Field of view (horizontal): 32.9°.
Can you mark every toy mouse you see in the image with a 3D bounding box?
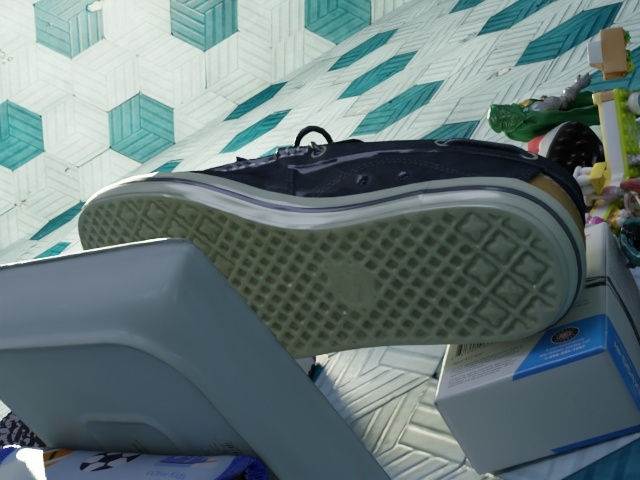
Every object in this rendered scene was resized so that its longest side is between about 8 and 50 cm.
[{"bbox_3d":[0.318,0.002,0.953,0.161,0.031,0.143,-20,38,-20],"label":"toy mouse"}]

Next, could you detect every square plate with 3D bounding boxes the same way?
[{"bbox_3d":[-0.118,0.149,0.830,0.344,0.347,0.049,-8,39,44],"label":"square plate"}]

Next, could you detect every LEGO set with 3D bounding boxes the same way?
[{"bbox_3d":[0.320,-0.084,1.074,0.107,0.132,0.287,-9,51,41],"label":"LEGO set"}]

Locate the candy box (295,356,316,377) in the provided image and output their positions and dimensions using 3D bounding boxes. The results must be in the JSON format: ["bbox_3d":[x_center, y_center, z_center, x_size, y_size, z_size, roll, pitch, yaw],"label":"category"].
[{"bbox_3d":[-0.145,0.133,1.241,0.233,0.159,0.071,-24,21,24],"label":"candy box"}]

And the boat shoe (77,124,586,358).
[{"bbox_3d":[0.000,0.000,0.967,0.500,0.187,0.156,-3,26,30],"label":"boat shoe"}]

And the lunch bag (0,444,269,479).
[{"bbox_3d":[-0.219,0.336,0.727,0.328,0.239,0.385,-12,20,44],"label":"lunch bag"}]

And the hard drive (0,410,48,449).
[{"bbox_3d":[-0.256,0.243,1.055,0.064,0.237,0.339,25,48,22],"label":"hard drive"}]

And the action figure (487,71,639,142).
[{"bbox_3d":[0.289,-0.153,1.270,0.232,0.063,0.137,-10,-8,-31],"label":"action figure"}]

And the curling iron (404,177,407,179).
[{"bbox_3d":[0.099,-0.089,1.609,0.274,0.035,0.068,-20,22,35],"label":"curling iron"}]

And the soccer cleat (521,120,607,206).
[{"bbox_3d":[0.199,-0.016,1.167,0.318,0.108,0.116,-44,10,-37],"label":"soccer cleat"}]

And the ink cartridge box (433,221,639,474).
[{"bbox_3d":[0.191,0.086,0.921,0.148,0.086,0.203,-23,20,26],"label":"ink cartridge box"}]
